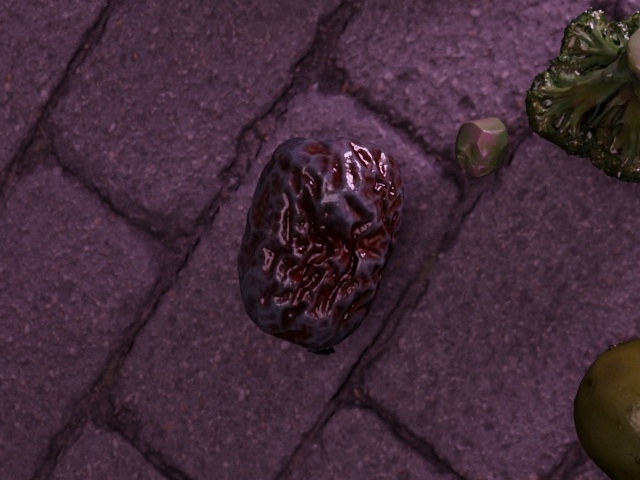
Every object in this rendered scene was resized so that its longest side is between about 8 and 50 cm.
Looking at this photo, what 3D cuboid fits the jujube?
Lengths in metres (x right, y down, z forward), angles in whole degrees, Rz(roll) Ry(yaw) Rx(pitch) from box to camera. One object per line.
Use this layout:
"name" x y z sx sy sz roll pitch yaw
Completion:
"jujube" 0.000 0.000 1.977 0.226 0.226 0.317 15 99 18

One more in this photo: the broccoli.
"broccoli" 0.411 -0.207 1.802 0.269 0.269 0.254 -29 76 17

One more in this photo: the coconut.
"coconut" 0.232 -0.135 1.963 0.083 0.081 0.082 -27 82 62

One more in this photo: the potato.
"potato" 0.487 0.265 1.826 0.304 0.216 0.216 30 101 3
